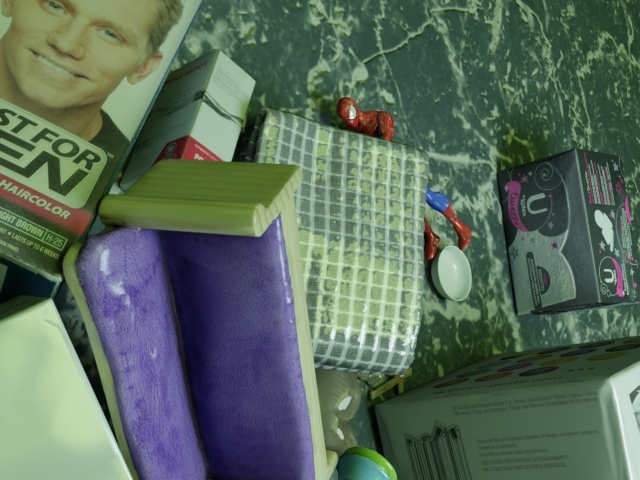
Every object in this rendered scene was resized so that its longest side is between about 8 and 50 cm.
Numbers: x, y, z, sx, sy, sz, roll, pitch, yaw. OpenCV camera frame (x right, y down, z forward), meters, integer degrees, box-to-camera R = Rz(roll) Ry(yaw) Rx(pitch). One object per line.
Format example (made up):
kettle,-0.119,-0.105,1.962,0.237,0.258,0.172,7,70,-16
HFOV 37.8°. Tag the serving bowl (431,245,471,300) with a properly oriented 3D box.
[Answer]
serving bowl,0.189,0.050,1.383,0.083,0.027,0.083,15,69,-44

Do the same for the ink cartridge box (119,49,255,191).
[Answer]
ink cartridge box,-0.141,-0.117,1.010,0.063,0.109,0.151,36,55,-34

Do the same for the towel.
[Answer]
towel,0.000,0.000,1.051,0.234,0.121,0.284,9,79,-20

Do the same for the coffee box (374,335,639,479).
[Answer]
coffee box,0.327,0.324,1.225,0.334,0.337,0.338,-10,87,-49

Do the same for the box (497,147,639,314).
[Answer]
box,0.404,-0.009,1.530,0.142,0.163,0.247,4,76,-43

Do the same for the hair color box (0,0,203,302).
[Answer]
hair color box,-0.252,-0.124,0.855,0.173,0.105,0.347,26,58,-12

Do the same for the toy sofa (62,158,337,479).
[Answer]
toy sofa,-0.093,0.118,0.857,0.177,0.150,0.363,-55,144,-55

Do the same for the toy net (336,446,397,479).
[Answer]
toy net,-0.028,0.226,1.055,0.232,0.122,0.045,42,50,-5

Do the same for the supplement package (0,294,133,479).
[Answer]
supplement package,-0.289,0.185,0.682,0.261,0.145,0.204,-25,99,-24

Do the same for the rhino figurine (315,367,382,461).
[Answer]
rhino figurine,0.020,0.153,1.141,0.106,0.073,0.243,23,62,-45

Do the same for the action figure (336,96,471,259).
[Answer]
action figure,0.097,-0.066,1.266,0.280,0.091,0.139,52,38,-25

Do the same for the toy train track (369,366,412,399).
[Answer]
toy train track,0.091,0.189,1.250,0.083,0.014,0.048,-25,121,-41
